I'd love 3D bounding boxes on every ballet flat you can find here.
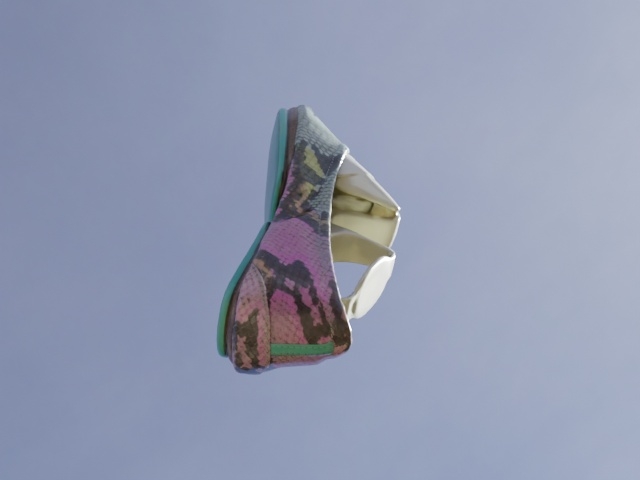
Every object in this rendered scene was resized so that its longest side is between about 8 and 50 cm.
[{"bbox_3d":[0.000,0.000,0.864,0.079,0.221,0.077,8,-61,1],"label":"ballet flat"}]
